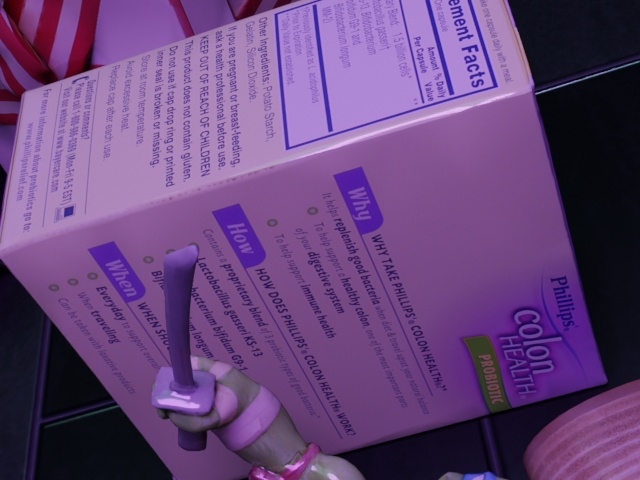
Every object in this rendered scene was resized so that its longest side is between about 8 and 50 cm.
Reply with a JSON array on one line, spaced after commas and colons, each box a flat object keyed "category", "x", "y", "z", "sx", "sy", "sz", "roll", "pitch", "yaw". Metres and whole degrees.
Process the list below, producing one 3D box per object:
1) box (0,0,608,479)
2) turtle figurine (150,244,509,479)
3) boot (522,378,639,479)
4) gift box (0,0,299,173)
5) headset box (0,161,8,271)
[{"category": "box", "x": 0.000, "y": 0.000, "z": 0.581, "sx": 0.242, "sy": 0.214, "sz": 0.117, "roll": -16, "pitch": 44, "yaw": 11}, {"category": "turtle figurine", "x": -0.060, "y": 0.152, "z": 0.451, "sx": 0.266, "sy": 0.274, "sz": 0.198, "roll": -38, "pitch": 73, "yaw": 19}, {"category": "boot", "x": 0.245, "y": 0.124, "z": 0.434, "sx": 0.283, "sy": 0.109, "sz": 0.220, "roll": -16, "pitch": 53, "yaw": -18}, {"category": "gift box", "x": -0.110, "y": -0.168, "z": 0.768, "sx": 0.276, "sy": 0.255, "sz": 0.258, "roll": 3, "pitch": 48, "yaw": 32}, {"category": "headset box", "x": -0.388, "y": -0.056, "z": 0.832, "sx": 0.293, "sy": 0.110, "sz": 0.218, "roll": -13, "pitch": 74, "yaw": 13}]
